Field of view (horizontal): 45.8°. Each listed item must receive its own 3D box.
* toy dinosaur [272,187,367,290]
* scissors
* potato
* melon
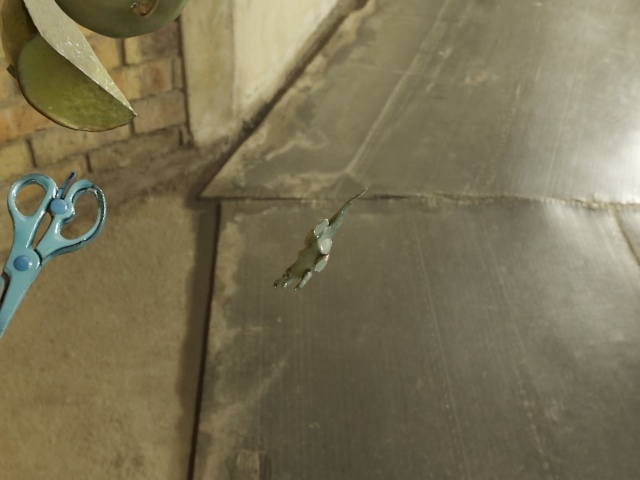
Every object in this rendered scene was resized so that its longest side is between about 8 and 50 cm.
[{"bbox_3d":[0.000,0.000,1.317,0.053,0.242,0.167,34,6,-5],"label":"toy dinosaur"},{"bbox_3d":[-0.524,0.041,1.361,0.180,0.032,0.393,20,65,-4],"label":"scissors"},{"bbox_3d":[-0.470,-0.333,1.316,0.112,0.269,0.255,-33,60,7],"label":"potato"},{"bbox_3d":[-0.320,-0.465,1.196,0.271,0.272,0.308,0,77,-3],"label":"melon"}]
